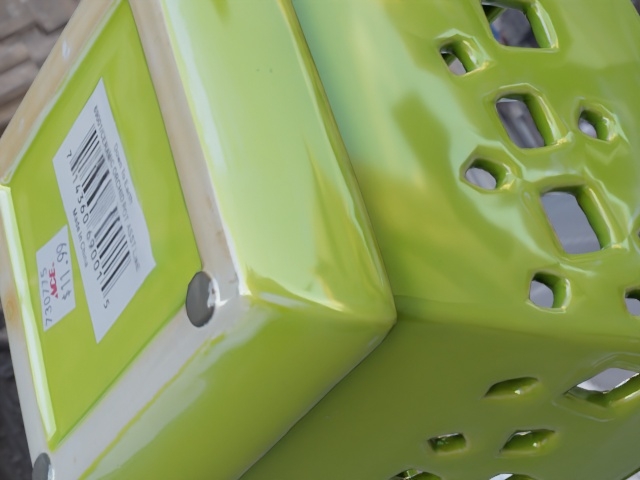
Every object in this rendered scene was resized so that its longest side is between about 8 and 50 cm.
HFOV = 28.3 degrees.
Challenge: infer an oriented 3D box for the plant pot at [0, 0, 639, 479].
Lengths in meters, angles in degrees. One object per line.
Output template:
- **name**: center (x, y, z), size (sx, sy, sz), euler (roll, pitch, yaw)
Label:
- **plant pot**: center (0.000, 0.000, 0.500), size (0.207, 0.228, 0.227), euler (5, -36, -36)
